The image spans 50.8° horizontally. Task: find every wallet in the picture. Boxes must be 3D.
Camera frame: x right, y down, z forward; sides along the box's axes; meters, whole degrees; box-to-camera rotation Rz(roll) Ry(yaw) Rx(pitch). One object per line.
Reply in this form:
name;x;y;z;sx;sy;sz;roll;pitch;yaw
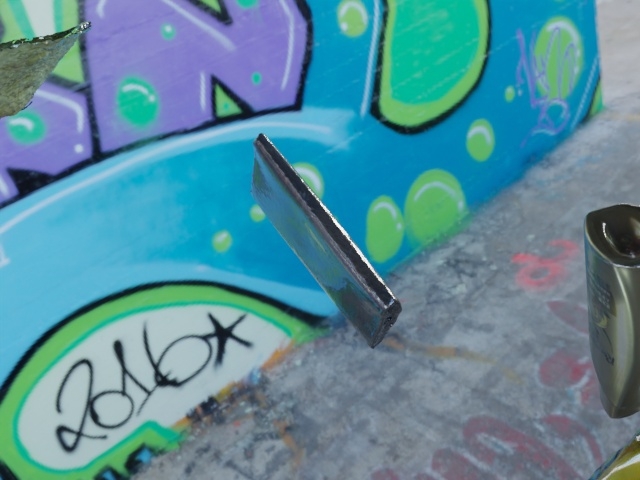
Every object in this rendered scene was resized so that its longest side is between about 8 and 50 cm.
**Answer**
wallet;0.000;0.000;0.966;0.044;0.170;0.321;-31;69;-18

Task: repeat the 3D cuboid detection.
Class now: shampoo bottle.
shampoo bottle;0.399;0.112;0.887;0.084;0.350;0.125;-15;42;8

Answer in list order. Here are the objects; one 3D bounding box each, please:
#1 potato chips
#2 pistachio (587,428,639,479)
potato chips;-0.286;-0.137;0.604;0.209;0.026;0.142;-42;6;-12
pistachio;0.189;0.172;0.392;0.090;0.172;0.049;31;23;14
